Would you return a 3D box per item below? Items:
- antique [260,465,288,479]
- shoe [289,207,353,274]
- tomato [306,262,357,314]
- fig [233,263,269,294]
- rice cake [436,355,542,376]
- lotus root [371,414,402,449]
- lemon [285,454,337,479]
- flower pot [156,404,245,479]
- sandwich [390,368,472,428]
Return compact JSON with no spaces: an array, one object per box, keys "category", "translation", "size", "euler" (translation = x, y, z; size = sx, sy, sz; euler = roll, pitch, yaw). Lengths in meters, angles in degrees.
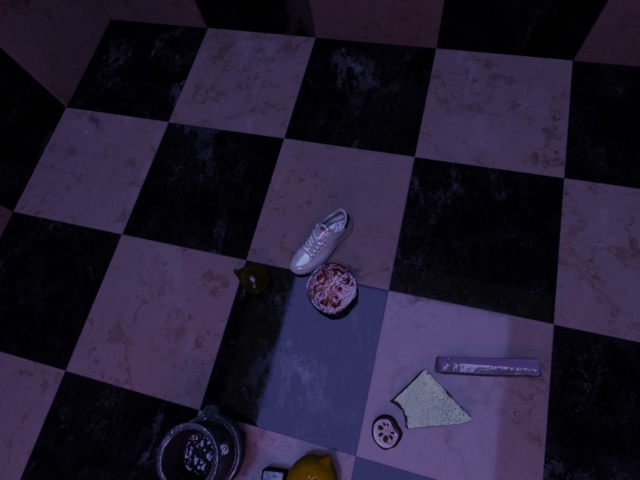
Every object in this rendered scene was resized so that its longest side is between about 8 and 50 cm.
[{"category":"antique","translation":[-0.182,0.955,1.561],"size":[0.086,0.088,0.183],"euler":[3,70,10]},{"category":"shoe","translation":[0.000,0.000,1.845],"size":[0.363,0.160,0.132],"euler":[-43,69,-9]},{"category":"tomato","translation":[0.051,0.211,1.801],"size":[0.224,0.085,0.225],"euler":[-3,73,9]},{"category":"fig","translation":[-0.322,0.163,1.852],"size":[0.184,0.126,0.133],"euler":[15,86,9]},{"category":"rice cake","translation":[0.653,0.489,1.626],"size":[0.398,0.064,0.070],"euler":[-1,64,8]},{"category":"lotus root","translation":[0.248,0.733,1.592],"size":[0.112,0.081,0.122],"euler":[-33,69,3]},{"category":"lemon","translation":[-0.037,0.885,1.514],"size":[0.186,0.187,0.244],"euler":[34,88,18]},{"category":"flower pot","translation":[-0.427,0.775,1.562],"size":[0.299,0.283,0.299],"euler":[-4,69,11]},{"category":"sandwich","translation":[0.414,0.656,1.605],"size":[0.212,0.063,0.245],"euler":[-42,70,-4]}]
